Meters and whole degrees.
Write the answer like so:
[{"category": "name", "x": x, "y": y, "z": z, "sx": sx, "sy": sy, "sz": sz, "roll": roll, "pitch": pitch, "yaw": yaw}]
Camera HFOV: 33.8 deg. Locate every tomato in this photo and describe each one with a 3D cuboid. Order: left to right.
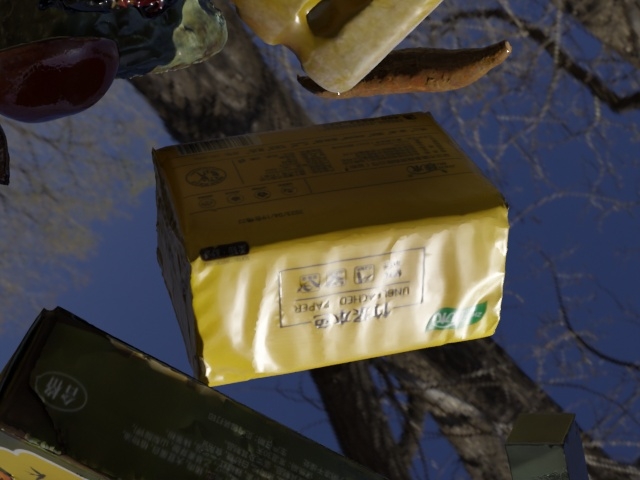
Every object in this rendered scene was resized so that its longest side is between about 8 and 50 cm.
[{"category": "tomato", "x": -0.334, "y": -0.195, "z": 1.314, "sx": 0.174, "sy": 0.166, "sz": 0.082, "roll": -18, "pitch": -96, "yaw": 14}]

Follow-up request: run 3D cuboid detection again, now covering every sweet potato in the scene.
[{"category": "sweet potato", "x": 0.115, "y": -0.239, "z": 1.476, "sx": 0.314, "sy": 0.066, "sz": 0.072, "roll": -1, "pitch": -147, "yaw": 23}]

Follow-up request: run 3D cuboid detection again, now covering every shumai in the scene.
[{"category": "shumai", "x": -0.354, "y": -0.407, "z": 1.599, "sx": 0.395, "sy": 0.348, "sz": 0.395, "roll": -13, "pitch": -166, "yaw": 3}]

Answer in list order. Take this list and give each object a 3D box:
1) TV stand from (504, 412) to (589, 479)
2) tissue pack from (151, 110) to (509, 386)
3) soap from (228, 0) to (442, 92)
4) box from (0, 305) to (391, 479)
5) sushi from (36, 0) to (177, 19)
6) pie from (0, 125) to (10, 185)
[{"category": "TV stand", "x": 0.316, "y": 0.366, "z": 1.400, "sx": 0.083, "sy": 0.269, "sz": 0.088, "roll": -5, "pitch": -160, "yaw": 29}, {"category": "tissue pack", "x": 0.000, "y": 0.000, "z": 1.306, "sx": 0.382, "sy": 0.228, "sz": 0.293, "roll": -10, "pitch": -148, "yaw": -13}, {"category": "soap", "x": 0.033, "y": -0.181, "z": 0.390, "sx": 0.232, "sy": 0.140, "sz": 0.073, "roll": -42, "pitch": -158, "yaw": 31}, {"category": "box", "x": -0.170, "y": 0.276, "z": 1.091, "sx": 0.373, "sy": 0.420, "sz": 0.138, "roll": -43, "pitch": -158, "yaw": 52}, {"category": "sushi", "x": -0.230, "y": -0.322, "z": 1.179, "sx": 0.172, "sy": 0.151, "sz": 0.153, "roll": -139, "pitch": -122, "yaw": -69}, {"category": "pie", "x": -0.386, "y": -0.111, "z": 1.037, "sx": 0.034, "sy": 0.170, "sz": 0.092, "roll": 163, "pitch": -65, "yaw": -82}]
